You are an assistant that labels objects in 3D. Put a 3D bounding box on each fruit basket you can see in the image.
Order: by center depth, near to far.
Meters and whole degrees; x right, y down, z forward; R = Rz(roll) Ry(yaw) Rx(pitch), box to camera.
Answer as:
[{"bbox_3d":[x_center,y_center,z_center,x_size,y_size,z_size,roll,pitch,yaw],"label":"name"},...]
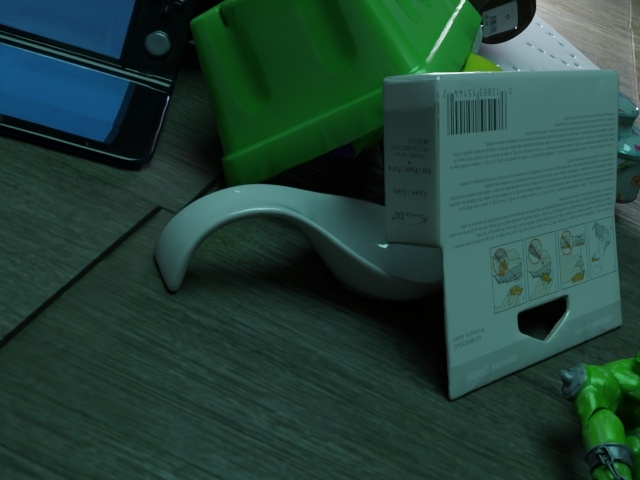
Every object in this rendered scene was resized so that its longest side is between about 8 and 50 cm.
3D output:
[{"bbox_3d":[0.076,-0.148,0.966,0.392,0.283,0.392,45,34,-42],"label":"fruit basket"}]

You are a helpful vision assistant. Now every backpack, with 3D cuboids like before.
[{"bbox_3d":[0.335,-0.129,1.141,0.188,0.144,0.166,19,24,-10],"label":"backpack"}]

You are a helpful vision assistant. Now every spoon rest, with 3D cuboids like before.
[{"bbox_3d":[0.000,0.000,0.773,0.276,0.084,0.137,1,35,-30],"label":"spoon rest"}]

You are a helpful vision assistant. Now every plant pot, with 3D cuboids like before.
[{"bbox_3d":[0.256,-0.435,1.441,0.215,0.215,0.230,3,51,-28],"label":"plant pot"}]

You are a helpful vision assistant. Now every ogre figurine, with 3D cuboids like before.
[{"bbox_3d":[0.257,0.146,0.695,0.197,0.097,0.118,-13,60,-22],"label":"ogre figurine"}]

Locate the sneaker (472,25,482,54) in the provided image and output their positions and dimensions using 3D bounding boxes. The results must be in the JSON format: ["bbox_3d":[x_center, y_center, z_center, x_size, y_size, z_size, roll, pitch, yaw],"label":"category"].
[{"bbox_3d":[0.058,-0.284,1.254,0.315,0.128,0.182,5,8,0],"label":"sneaker"}]

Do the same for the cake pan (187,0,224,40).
[{"bbox_3d":[-0.201,-0.339,1.039,0.293,0.293,0.054,15,60,-11],"label":"cake pan"}]

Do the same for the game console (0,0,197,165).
[{"bbox_3d":[-0.282,-0.231,0.896,0.293,0.250,0.173,15,4,-11],"label":"game console"}]

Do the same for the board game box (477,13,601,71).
[{"bbox_3d":[0.272,-0.367,1.561,0.389,0.050,0.390,2,39,-31],"label":"board game box"}]

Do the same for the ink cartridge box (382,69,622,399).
[{"bbox_3d":[0.178,-0.022,0.809,0.296,0.261,0.066,-11,12,-44],"label":"ink cartridge box"}]
